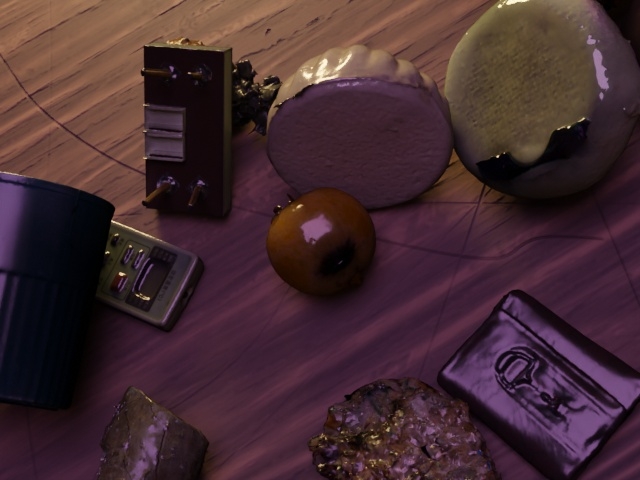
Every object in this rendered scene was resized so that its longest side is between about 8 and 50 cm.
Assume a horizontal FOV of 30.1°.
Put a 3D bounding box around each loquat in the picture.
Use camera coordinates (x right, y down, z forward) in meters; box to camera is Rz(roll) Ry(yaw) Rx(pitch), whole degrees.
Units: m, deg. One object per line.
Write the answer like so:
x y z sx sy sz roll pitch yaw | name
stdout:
0.000 0.000 1.633 0.163 0.137 0.163 2 97 15 | loquat

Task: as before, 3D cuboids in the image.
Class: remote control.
-0.315 0.029 1.735 0.285 0.038 0.123 23 74 19 | remote control

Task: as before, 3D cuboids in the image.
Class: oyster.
0.113 0.278 1.525 0.198 0.092 0.259 -43 64 -13 | oyster

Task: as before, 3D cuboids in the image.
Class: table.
-0.198 -0.151 1.681 0.121 0.111 0.240 5 108 13 | table

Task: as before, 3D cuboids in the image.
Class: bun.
0.320 -0.196 1.621 0.293 0.187 0.293 -3 86 43 | bun
0.056 -0.184 1.649 0.263 0.263 0.175 -3 51 10 | bun

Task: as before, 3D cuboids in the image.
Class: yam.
-0.240 0.329 1.541 0.154 0.154 0.254 18 68 17 | yam

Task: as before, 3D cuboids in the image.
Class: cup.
-0.453 0.070 1.617 0.308 0.242 0.292 5 80 13 | cup

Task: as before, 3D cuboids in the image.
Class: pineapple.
-0.128 -0.219 1.762 0.248 0.128 0.128 17 72 14 | pineapple

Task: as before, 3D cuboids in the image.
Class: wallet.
0.286 0.186 1.551 0.229 0.049 0.182 38 82 24 | wallet

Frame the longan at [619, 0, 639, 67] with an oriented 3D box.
0.503 -0.275 1.616 0.196 0.220 0.196 6 105 22 | longan

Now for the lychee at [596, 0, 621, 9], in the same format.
0.361 -0.432 1.687 0.267 0.267 0.267 -4 67 9 | lychee
